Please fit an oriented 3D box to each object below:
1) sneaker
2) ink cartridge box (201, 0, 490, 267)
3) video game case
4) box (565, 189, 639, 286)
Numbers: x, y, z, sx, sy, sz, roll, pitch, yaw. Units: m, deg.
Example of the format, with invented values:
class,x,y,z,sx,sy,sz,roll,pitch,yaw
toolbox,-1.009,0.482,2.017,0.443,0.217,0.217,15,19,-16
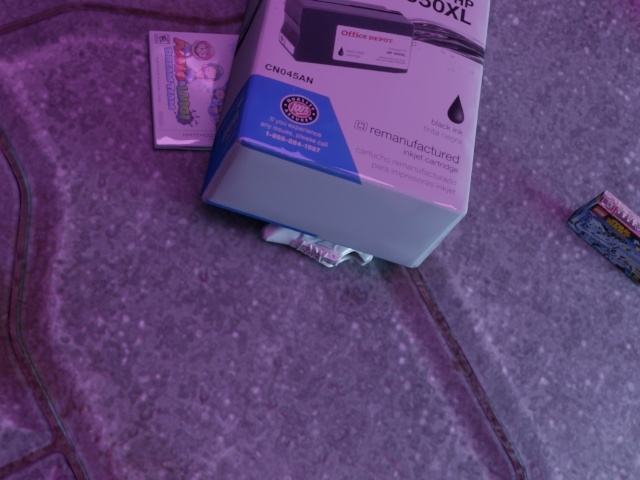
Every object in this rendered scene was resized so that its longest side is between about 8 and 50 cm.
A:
class,x,y,z,sx,sy,sz,roll,pitch,yaw
sneaker,0.000,0.000,1.581,0.152,0.053,0.061,2,75,-17
ink cartridge box,0.042,-0.205,1.568,0.285,0.166,0.395,17,60,-13
video game case,-0.145,-0.190,1.614,0.143,0.019,0.157,0,73,-17
box,0.403,-0.002,1.683,0.137,0.094,0.027,40,67,-3
